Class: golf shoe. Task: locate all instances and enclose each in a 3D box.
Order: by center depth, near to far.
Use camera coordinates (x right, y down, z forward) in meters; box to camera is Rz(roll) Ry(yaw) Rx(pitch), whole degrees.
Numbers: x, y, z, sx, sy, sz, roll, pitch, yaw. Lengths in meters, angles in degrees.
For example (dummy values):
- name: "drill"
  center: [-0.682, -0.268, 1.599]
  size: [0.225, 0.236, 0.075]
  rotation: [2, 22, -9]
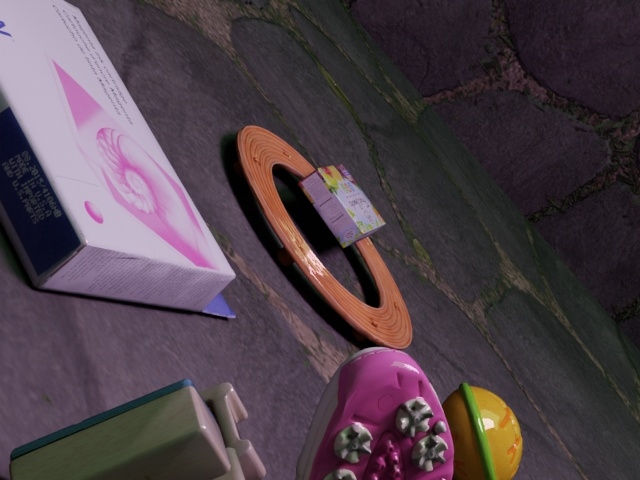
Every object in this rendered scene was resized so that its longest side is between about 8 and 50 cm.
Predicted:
- name: "golf shoe"
  center: [0.018, 0.189, 0.985]
  size: [0.140, 0.115, 0.306]
  rotation: [-127, -147, -51]

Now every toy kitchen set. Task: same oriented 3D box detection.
- name: "toy kitchen set"
  center: [-0.117, 0.140, 0.921]
  size: [0.207, 0.122, 0.166]
  rotation: [67, 0, -47]

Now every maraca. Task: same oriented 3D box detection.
- name: "maraca"
  center: [0.184, 0.242, 1.582]
  size: [0.185, 0.099, 0.127]
  rotation: [74, 4, -47]

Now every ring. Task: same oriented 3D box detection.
- name: "ring"
  center: [0.000, 0.000, 1.685]
  size: [0.336, 0.032, 0.336]
  rotation: [49, 15, -19]

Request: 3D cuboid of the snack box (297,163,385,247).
- name: "snack box"
  center: [0.029, -0.046, 1.739]
  size: [0.100, 0.037, 0.141]
  rotation: [56, 15, 3]

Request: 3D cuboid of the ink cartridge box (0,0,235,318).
- name: "ink cartridge box"
  center: [-0.203, -0.090, 1.203]
  size: [0.324, 0.071, 0.330]
  rotation: [58, 17, 19]
